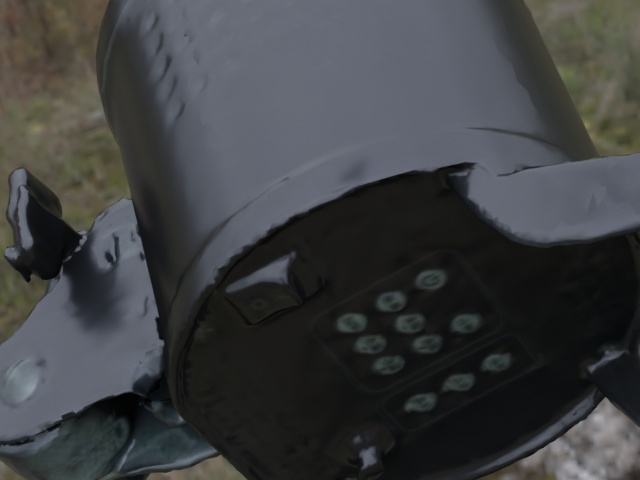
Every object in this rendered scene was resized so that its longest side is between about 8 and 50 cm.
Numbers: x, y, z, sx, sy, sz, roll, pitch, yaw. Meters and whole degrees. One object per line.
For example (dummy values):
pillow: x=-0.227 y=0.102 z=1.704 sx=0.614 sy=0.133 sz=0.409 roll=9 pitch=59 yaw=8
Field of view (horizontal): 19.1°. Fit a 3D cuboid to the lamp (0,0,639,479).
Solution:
lamp: x=0.024 y=-0.036 z=0.837 sx=0.374 sy=0.205 sz=0.272 roll=-15 pitch=51 yaw=25
